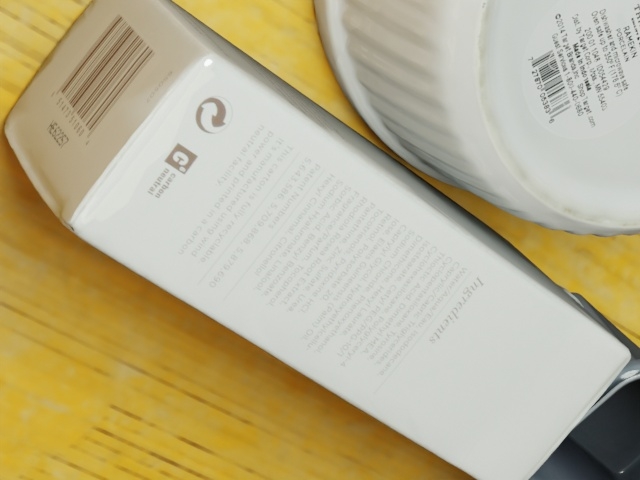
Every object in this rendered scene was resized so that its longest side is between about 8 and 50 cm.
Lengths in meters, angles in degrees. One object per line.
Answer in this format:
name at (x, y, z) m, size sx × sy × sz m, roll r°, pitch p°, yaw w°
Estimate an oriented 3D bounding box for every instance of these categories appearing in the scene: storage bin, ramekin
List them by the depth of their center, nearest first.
ramekin at (0.111, -0.099, 0.721) m, size 0.207 × 0.109 × 0.207 m, roll -9°, pitch 117°, yaw -19°
storage bin at (0.132, 0.093, 0.808) m, size 0.098 × 0.091 × 0.135 m, roll -43°, pitch 121°, yaw 12°

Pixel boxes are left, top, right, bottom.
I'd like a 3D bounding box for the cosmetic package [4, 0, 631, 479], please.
cosmetic package at (0.000, 0.000, 0.716) m, size 0.231 × 0.117 × 0.085 m, roll 35°, pitch 97°, yaw -30°
